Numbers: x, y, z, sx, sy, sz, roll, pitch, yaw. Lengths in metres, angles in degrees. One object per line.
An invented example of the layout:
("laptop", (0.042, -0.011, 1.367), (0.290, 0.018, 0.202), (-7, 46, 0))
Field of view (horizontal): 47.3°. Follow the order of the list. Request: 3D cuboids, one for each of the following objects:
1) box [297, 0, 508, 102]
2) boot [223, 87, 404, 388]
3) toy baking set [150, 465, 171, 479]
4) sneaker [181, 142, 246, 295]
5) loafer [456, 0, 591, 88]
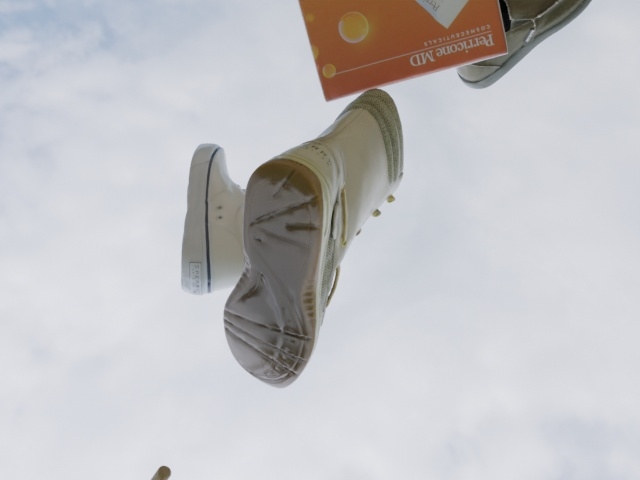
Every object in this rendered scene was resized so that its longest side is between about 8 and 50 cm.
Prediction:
("box", (0.072, -0.360, 0.846), (0.215, 0.345, 0.168), (-13, -166, 13))
("boot", (0.000, 0.000, 0.571), (0.077, 0.213, 0.165), (23, -141, 16))
("toy baking set", (-0.226, 0.377, 0.805), (0.030, 0.256, 0.197), (28, -152, -18))
("sneaker", (-0.109, -0.026, 0.843), (0.091, 0.094, 0.258), (2, -142, -9))
("loafer", (0.272, -0.313, 0.975), (0.087, 0.251, 0.094), (25, -156, -47))
